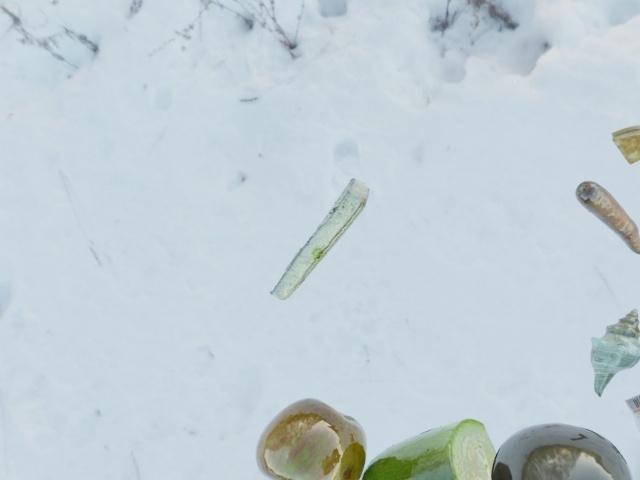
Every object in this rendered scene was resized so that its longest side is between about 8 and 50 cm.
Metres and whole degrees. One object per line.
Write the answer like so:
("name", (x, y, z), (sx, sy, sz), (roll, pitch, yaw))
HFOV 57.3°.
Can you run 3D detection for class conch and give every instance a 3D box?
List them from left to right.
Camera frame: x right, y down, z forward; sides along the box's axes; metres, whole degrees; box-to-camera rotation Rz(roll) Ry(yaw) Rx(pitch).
("conch", (0.782, 0.286, 1.540), (0.137, 0.114, 0.234), (44, 70, -13))

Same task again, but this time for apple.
("apple", (-0.013, 0.502, 1.411), (0.265, 0.264, 0.264), (-4, 75, 16))

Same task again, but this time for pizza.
("pizza", (0.903, -0.280, 1.674), (0.175, 0.134, 0.046), (9, 52, -5))

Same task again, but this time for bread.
("bread", (0.000, 0.000, 0.645), (0.028, 0.068, 0.153), (37, 112, -5))

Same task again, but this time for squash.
("squash", (0.247, 0.580, 1.372), (0.309, 0.210, 0.233), (-37, 67, 38))

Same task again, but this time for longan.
("longan", (0.410, 0.432, 1.002), (0.246, 0.246, 0.215), (-35, 86, 6))

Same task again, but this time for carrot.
("carrot", (0.627, -0.046, 1.252), (0.248, 0.059, 0.059), (37, 89, -23))

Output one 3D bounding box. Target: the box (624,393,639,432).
("box", (0.878, 0.421, 1.440), (0.199, 0.135, 0.081), (-34, 107, 21))
